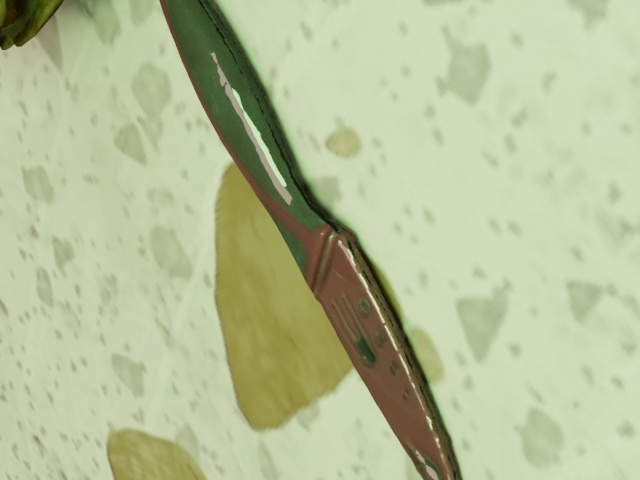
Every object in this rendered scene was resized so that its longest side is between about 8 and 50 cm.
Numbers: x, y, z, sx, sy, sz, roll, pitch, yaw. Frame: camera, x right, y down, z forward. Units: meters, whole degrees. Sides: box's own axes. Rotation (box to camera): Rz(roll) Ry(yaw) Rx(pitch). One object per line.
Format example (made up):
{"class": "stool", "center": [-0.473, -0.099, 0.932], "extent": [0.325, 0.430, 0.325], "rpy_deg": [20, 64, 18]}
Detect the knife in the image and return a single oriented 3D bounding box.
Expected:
{"class": "knife", "center": [0.000, 0.000, 0.612], "extent": [0.035, 0.018, 0.247], "rpy_deg": [-36, 81, 49]}

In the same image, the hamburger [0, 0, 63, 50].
{"class": "hamburger", "center": [-0.156, -0.169, 0.652], "extent": [0.183, 0.130, 0.206], "rpy_deg": [48, 120, 23]}
